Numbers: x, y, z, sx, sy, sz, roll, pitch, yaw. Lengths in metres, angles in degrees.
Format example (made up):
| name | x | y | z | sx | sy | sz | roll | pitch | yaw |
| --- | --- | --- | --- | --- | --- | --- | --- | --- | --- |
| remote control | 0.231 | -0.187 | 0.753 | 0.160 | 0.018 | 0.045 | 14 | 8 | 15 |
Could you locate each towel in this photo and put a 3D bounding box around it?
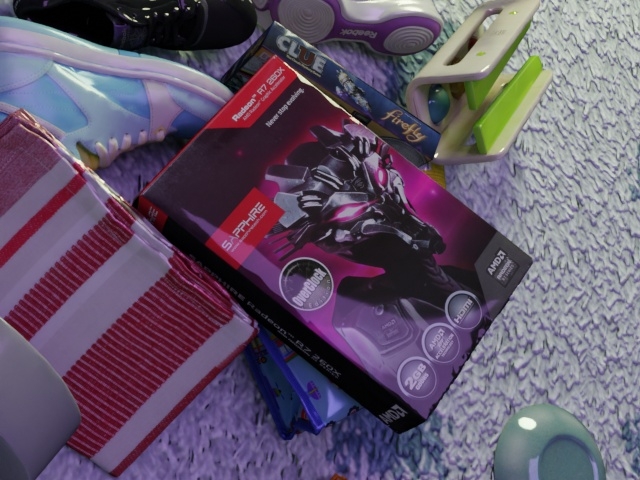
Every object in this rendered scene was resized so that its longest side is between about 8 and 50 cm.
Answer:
| name | x | y | z | sx | sy | sz | roll | pitch | yaw |
| --- | --- | --- | --- | --- | --- | --- | --- | --- | --- |
| towel | -0.254 | 0.063 | 0.955 | 0.329 | 0.037 | 0.237 | 43 | 98 | -12 |

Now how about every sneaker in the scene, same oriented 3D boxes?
| name | x | y | z | sx | sy | sz | roll | pitch | yaw |
| --- | --- | --- | --- | --- | --- | --- | --- | --- | --- |
| sneaker | -0.242 | -0.102 | 1.050 | 0.319 | 0.127 | 0.208 | 11 | 76 | -27 |
| sneaker | 0.019 | -0.337 | 1.289 | 0.305 | 0.114 | 0.152 | 6 | 57 | -32 |
| sneaker | -0.208 | -0.248 | 1.098 | 0.284 | 0.107 | 0.124 | 5 | 42 | -20 |

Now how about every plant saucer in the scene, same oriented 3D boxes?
| name | x | y | z | sx | sy | sz | roll | pitch | yaw |
| --- | --- | --- | --- | --- | --- | --- | --- | --- | --- |
| plant saucer | 0.319 | 0.312 | 1.275 | 0.195 | 0.037 | 0.194 | 10 | 69 | -27 |

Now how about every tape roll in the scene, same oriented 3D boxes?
| name | x | y | z | sx | sy | sz | roll | pitch | yaw |
| --- | --- | --- | --- | --- | --- | --- | --- | --- | --- |
| tape roll | -0.325 | 0.126 | 0.863 | 0.219 | 0.219 | 0.072 | 44 | 56 | -11 |

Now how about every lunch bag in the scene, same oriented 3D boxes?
| name | x | y | z | sx | sy | sz | roll | pitch | yaw |
| --- | --- | --- | --- | --- | --- | --- | --- | --- | --- |
| lunch bag | -0.002 | 0.047 | 1.111 | 0.221 | 0.138 | 0.293 | -26 | 85 | -24 |

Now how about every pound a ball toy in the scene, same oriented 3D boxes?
| name | x | y | z | sx | sy | sz | roll | pitch | yaw |
| --- | --- | --- | --- | --- | --- | --- | --- | --- | --- |
| pound a ball toy | 0.211 | -0.267 | 1.297 | 0.319 | 0.136 | 0.208 | -52 | 133 | -47 |

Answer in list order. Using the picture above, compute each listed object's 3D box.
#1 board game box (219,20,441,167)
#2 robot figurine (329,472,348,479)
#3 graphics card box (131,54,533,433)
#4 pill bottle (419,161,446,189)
| name | x | y | z | sx | sy | sz | roll | pitch | yaw |
| --- | --- | --- | --- | --- | --- | --- | --- | --- | --- |
| board game box | 0.002 | -0.150 | 1.170 | 0.243 | 0.165 | 0.042 | 32 | 61 | -18 |
| robot figurine | 0.095 | 0.375 | 1.006 | 0.211 | 0.291 | 0.085 | -45 | 142 | -32 |
| graphics card box | 0.015 | 0.001 | 1.021 | 0.371 | 0.094 | 0.232 | 40 | 64 | 1 |
| pill bottle | 0.136 | -0.054 | 1.273 | 0.065 | 0.065 | 0.116 | 6 | 72 | -28 |
